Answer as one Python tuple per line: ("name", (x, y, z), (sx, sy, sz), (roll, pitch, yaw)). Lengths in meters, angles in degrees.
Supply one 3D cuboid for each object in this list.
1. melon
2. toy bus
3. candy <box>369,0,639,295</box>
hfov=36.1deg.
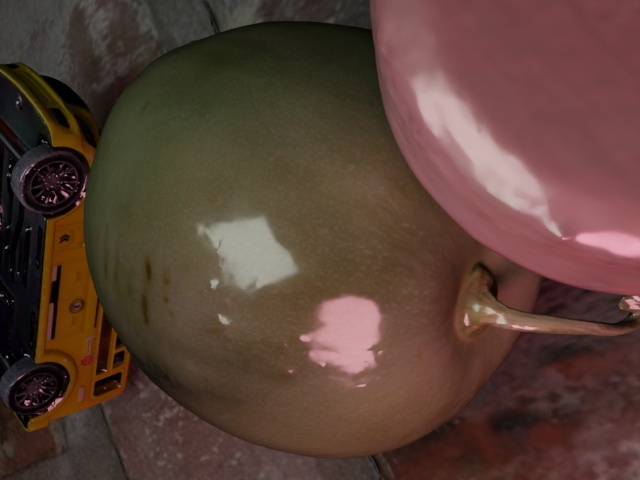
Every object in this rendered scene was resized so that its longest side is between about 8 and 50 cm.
("melon", (-0.009, -0.003, 0.587), (0.308, 0.271, 0.272), (6, 106, 65))
("toy bus", (-0.242, 0.003, 0.905), (0.145, 0.151, 0.331), (42, 130, 38))
("candy", (0.145, -0.092, 0.422), (0.255, 0.255, 0.094), (63, 179, 13))
